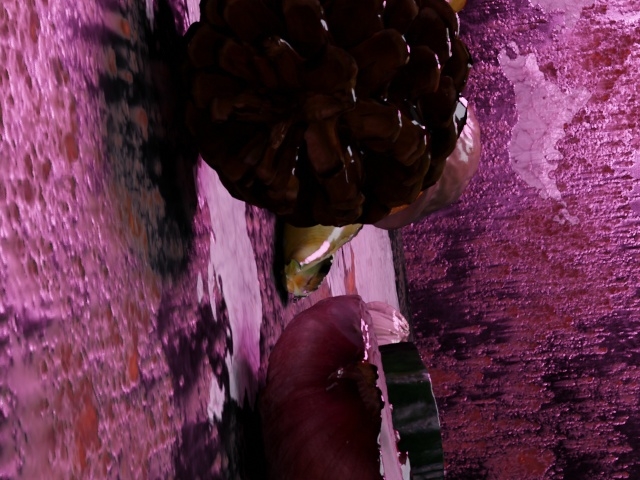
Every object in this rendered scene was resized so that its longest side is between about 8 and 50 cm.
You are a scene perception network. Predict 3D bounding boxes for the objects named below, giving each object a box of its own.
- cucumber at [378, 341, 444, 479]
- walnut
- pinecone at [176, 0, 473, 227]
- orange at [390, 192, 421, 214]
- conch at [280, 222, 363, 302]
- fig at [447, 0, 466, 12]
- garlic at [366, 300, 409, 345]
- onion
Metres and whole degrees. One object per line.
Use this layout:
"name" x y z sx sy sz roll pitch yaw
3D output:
"cucumber" 0.074 0.211 1.672 0.191 0.130 0.191 173 -90 -89
"walnut" 0.109 -0.119 1.861 0.224 0.224 0.224 -7 90 -83
"pinecone" 0.000 -0.113 0.963 0.221 0.221 0.221 -7 90 -83
"orange" 0.052 -0.134 1.598 0.224 0.170 0.224 -8 90 -85
"conch" -0.003 -0.003 1.410 0.201 0.079 0.095 -61 161 -49
"fig" 0.087 -0.295 1.775 0.203 0.225 0.203 173 -90 -74
"garlic" 0.070 0.138 1.884 0.074 0.094 0.113 12 73 -40
"onion" 0.017 0.190 1.155 0.283 0.120 0.227 70 12 -50
